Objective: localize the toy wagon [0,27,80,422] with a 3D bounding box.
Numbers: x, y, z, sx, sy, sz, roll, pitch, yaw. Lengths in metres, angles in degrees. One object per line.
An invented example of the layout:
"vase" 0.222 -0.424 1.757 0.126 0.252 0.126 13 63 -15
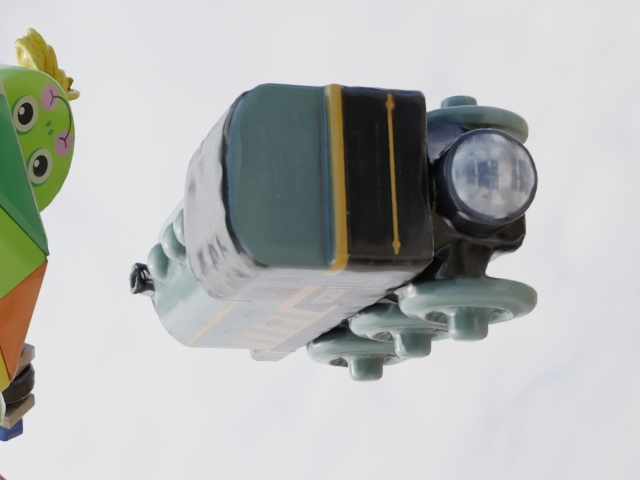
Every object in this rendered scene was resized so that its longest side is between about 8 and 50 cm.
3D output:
"toy wagon" -0.217 0.001 0.752 0.344 0.068 0.267 -45 -42 -41

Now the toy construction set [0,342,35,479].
"toy construction set" -0.402 0.142 1.442 0.257 0.237 0.309 -45 -42 -17

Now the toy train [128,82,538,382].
"toy train" 0.000 0.000 0.932 0.334 0.190 0.142 144 128 -68
